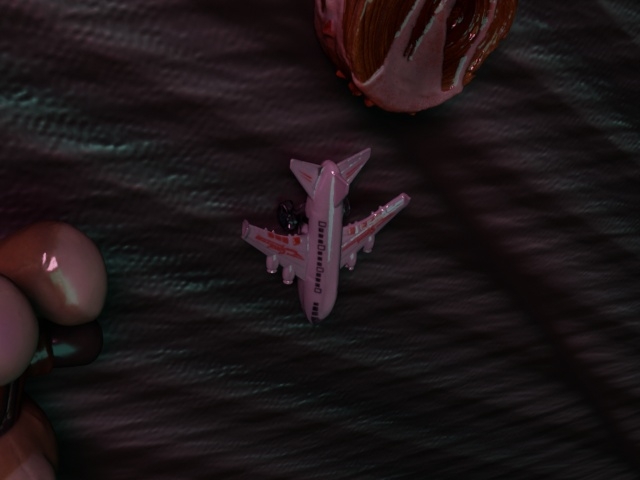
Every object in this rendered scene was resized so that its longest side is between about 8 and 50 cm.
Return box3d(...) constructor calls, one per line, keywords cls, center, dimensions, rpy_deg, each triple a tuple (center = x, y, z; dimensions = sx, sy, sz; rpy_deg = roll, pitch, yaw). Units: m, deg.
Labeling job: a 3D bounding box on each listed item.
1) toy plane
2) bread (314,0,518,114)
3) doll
box3d(cls="toy plane", center=(0.000, 0.000, 0.807), dimensions=(0.162, 0.065, 0.171), rpy_deg=(-11, 132, -27))
box3d(cls="bread", center=(0.071, -0.177, 0.700), dimensions=(0.160, 0.073, 0.160), rpy_deg=(-21, 135, -23))
box3d(cls="doll", center=(-0.272, 0.133, 0.660), dimensions=(0.174, 0.235, 0.330), rpy_deg=(17, 114, 6))
